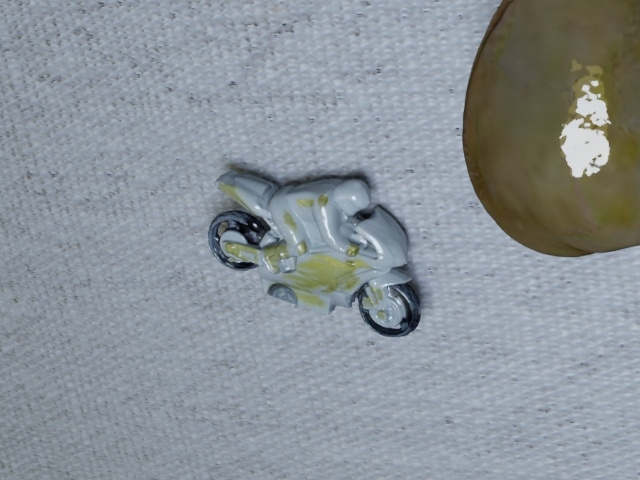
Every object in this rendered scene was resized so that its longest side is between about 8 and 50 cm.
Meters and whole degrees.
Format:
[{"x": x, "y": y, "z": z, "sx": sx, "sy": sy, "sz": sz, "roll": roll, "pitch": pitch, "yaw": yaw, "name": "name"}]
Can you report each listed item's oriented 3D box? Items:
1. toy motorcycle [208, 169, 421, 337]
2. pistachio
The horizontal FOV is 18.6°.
[{"x": 0.000, "y": 0.000, "z": 1.833, "sx": 0.228, "sy": 0.074, "sz": 0.151, "roll": 25, "pitch": 125, "yaw": 16, "name": "toy motorcycle"}, {"x": 0.215, "y": -0.113, "z": 1.590, "sx": 0.212, "sy": 0.163, "sz": 0.261, "roll": -18, "pitch": 109, "yaw": 0, "name": "pistachio"}]
